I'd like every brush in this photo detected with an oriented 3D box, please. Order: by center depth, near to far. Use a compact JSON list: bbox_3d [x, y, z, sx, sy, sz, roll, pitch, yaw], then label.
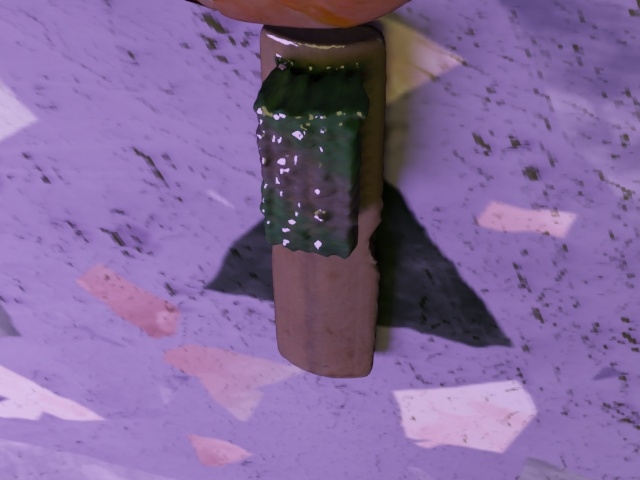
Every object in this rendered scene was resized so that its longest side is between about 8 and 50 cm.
[{"bbox_3d":[0.000,0.000,0.781,0.054,0.048,0.282,11,150,7],"label":"brush"}]

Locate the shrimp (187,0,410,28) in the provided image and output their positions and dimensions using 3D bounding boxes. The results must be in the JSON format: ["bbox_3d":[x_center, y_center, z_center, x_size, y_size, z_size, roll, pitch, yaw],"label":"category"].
[{"bbox_3d":[-0.071,-0.154,0.549,0.267,0.061,0.145,33,152,-34],"label":"shrimp"}]
